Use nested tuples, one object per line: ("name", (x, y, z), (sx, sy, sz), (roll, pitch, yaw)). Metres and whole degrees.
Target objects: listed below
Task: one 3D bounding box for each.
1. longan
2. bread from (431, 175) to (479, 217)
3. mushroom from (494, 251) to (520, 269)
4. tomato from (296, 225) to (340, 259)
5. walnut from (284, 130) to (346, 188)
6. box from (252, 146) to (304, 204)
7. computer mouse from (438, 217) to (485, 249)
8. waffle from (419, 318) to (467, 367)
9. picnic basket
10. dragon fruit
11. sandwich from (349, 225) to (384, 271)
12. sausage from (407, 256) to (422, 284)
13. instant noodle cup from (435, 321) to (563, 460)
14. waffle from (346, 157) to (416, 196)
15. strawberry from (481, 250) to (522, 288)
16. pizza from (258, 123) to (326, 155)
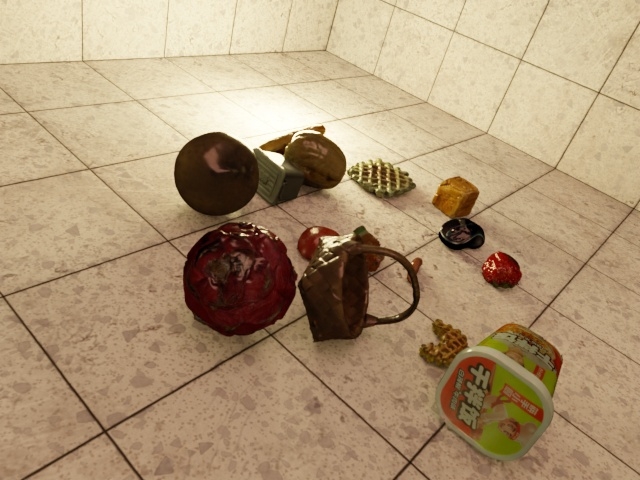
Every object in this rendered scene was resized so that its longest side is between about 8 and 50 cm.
("longan", (-0.370, -0.235, 1.813), (0.319, 0.319, 0.319), (12, 34, -8))
("bread", (0.623, -0.198, 2.347), (0.149, 0.143, 0.158), (-17, 43, -40))
("mushroom", (0.751, 0.090, 2.074), (0.123, 0.052, 0.123), (14, 32, -9))
("tomato", (0.005, 0.005, 1.831), (0.166, 0.082, 0.174), (17, 31, -2))
("walnut", (-0.022, -0.340, 2.186), (0.283, 0.227, 0.283), (16, 41, -15))
("box", (-0.186, -0.261, 2.069), (0.135, 0.163, 0.243), (-9, 40, -47))
("computer mouse", (0.602, -0.032, 2.138), (0.233, 0.096, 0.137), (-10, 43, -36))
("waffle", (0.385, 0.318, 1.582), (0.149, 0.051, 0.194), (22, 34, 4))
("picnic basket", (0.129, 0.130, 1.481), (0.337, 0.293, 0.337), (-11, 29, 6))
("dragon fruit", (-0.219, 0.103, 1.376), (0.329, 0.329, 0.329), (12, 34, -8))
("sandwich", (0.154, 0.035, 1.855), (0.159, 0.079, 0.235), (25, 34, 12))
("sausage", (0.344, 0.108, 1.876), (0.042, 0.036, 0.158), (13, 33, 14))
("instant noodle cup", (0.503, 0.378, 1.383), (0.294, 0.294, 0.308), (35, 31, 24))
("waffle", (0.288, -0.294, 2.407), (0.309, 0.056, 0.292), (-22, 50, -42))
("strawberry", (0.703, 0.103, 1.975), (0.146, 0.082, 0.187), (4, 43, -2))
("pizza", (-0.134, -0.445, 2.350), (0.335, 0.086, 0.226), (-23, 0, -5))
